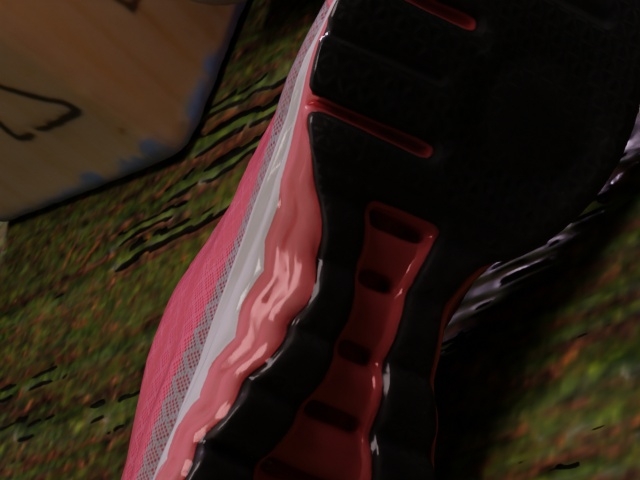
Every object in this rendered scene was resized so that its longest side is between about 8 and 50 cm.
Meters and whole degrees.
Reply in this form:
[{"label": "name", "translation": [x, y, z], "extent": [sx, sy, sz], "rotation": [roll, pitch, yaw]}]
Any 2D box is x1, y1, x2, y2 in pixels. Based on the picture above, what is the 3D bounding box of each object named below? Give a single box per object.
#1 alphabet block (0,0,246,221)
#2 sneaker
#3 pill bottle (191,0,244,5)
[{"label": "alphabet block", "translation": [-0.163, -0.151, 1.009], "extent": [0.192, 0.197, 0.193], "rotation": [-18, 46, 48]}, {"label": "sneaker", "translation": [-0.001, 0.000, 0.681], "extent": [0.314, 0.116, 0.136], "rotation": [-65, 24, -7]}, {"label": "pill bottle", "translation": [0.006, -0.197, 0.867], "extent": [0.229, 0.131, 0.131], "rotation": [-19, 45, 48]}]
